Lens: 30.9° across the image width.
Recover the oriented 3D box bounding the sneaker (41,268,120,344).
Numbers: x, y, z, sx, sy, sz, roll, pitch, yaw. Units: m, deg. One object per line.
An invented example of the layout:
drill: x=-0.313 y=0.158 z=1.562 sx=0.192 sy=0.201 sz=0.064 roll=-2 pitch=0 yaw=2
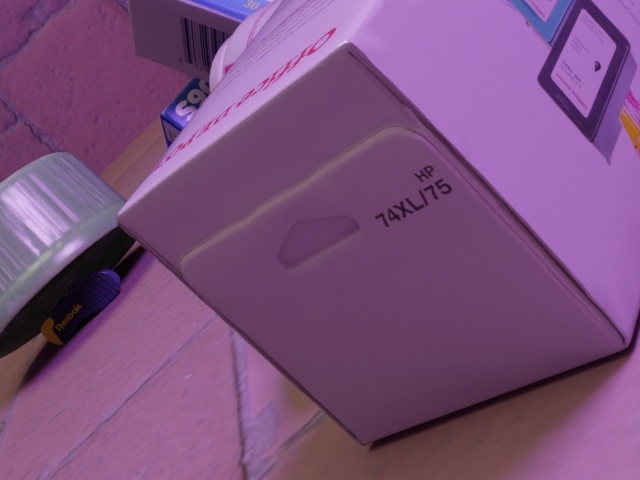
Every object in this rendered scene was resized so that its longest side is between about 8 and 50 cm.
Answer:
sneaker: x=-0.333 y=0.083 z=1.616 sx=0.144 sy=0.053 sz=0.059 roll=-39 pitch=14 yaw=20

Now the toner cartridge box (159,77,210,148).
toner cartridge box: x=-0.078 y=-0.244 z=1.624 sx=0.348 sy=0.075 sz=0.165 roll=-50 pitch=-10 yaw=-16

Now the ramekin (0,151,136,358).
ramekin: x=-0.406 y=0.015 z=1.641 sx=0.303 sy=0.148 sz=0.303 roll=-44 pitch=-3 yaw=-3

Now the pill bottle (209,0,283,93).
pill bottle: x=-0.003 y=-0.172 z=1.161 sx=0.160 sy=0.160 sz=0.283 roll=-50 pitch=18 yaw=-16

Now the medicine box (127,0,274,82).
medicine box: x=-0.059 y=-0.331 z=1.461 sx=0.149 sy=0.264 sz=0.289 roll=92 pitch=-157 yaw=-56

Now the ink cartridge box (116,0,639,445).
ink cartridge box: x=0.064 y=-0.066 z=0.648 sx=0.198 sy=0.197 sz=0.270 roll=-30 pitch=21 yaw=44
